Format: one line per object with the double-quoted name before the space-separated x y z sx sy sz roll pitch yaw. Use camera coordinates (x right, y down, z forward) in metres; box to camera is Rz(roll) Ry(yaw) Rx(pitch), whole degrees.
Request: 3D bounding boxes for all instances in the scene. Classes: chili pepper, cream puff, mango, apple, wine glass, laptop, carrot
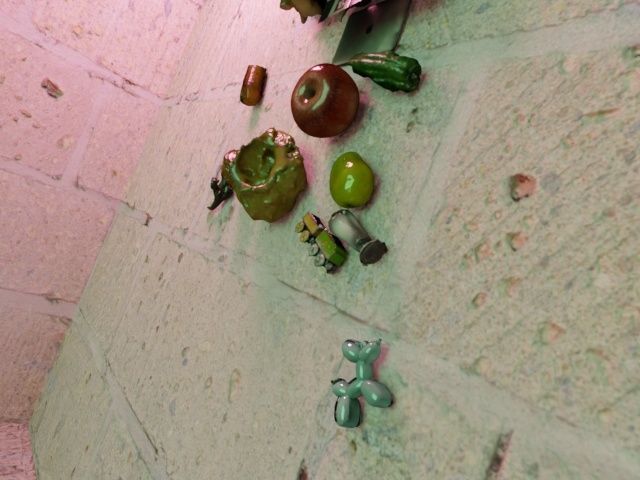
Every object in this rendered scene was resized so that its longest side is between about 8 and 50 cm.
"chili pepper" 0.151 -0.430 1.170 0.253 0.099 0.083 44 115 51
"cream puff" -0.166 -0.198 1.362 0.282 0.185 0.282 -30 50 43
"mango" 0.072 -0.143 1.133 0.117 0.089 0.163 -58 25 24
"cream puff" -0.270 -0.232 1.556 0.144 0.126 0.103 -98 31 -46
"apple" 0.018 -0.373 1.259 0.201 0.162 0.201 -11 73 42
"wine glass" 0.082 -0.009 1.059 0.072 0.072 0.155 -57 39 13
"laptop" 0.143 -0.600 1.337 0.269 0.015 0.188 11 80 52
"carrot" -0.254 -0.590 1.758 0.082 0.082 0.173 -11 64 47

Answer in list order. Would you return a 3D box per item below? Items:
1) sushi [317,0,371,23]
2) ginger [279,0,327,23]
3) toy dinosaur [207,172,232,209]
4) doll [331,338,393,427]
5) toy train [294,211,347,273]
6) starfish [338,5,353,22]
"sushi" 0.187 -0.723 1.249 0.373 0.100 0.296 4 68 52
"ginger" -0.092 -0.885 1.473 0.413 0.211 0.358 -128 29 -67
"toy dinosaur" -0.346 -0.192 1.714 0.187 0.087 0.179 -59 -2 -16
"doll" 0.078 0.269 0.922 0.159 0.059 0.158 -49 41 24
"toy train" 0.000 0.000 1.160 0.081 0.060 0.202 -47 41 13
"starfish" 0.118 -0.769 1.428 0.176 0.053 0.208 -19 58 35
